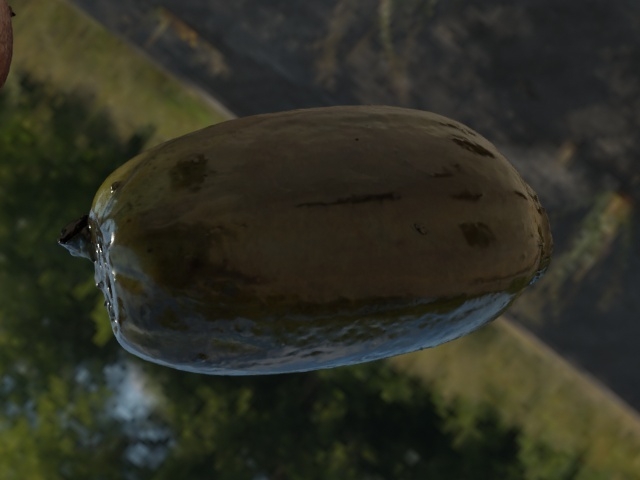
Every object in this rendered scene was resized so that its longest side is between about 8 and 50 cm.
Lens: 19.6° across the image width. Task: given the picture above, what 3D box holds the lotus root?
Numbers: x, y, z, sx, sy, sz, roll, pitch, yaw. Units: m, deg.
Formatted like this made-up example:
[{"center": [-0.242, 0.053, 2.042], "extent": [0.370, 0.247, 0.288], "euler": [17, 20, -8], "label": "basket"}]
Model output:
[{"center": [0.000, 0.000, 0.904], "extent": [0.123, 0.241, 0.124], "euler": [121, 136, -60], "label": "lotus root"}]

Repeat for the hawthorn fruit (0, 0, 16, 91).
[{"center": [-0.293, -0.134, 1.291], "extent": [0.169, 0.169, 0.188], "euler": [38, -167, -9], "label": "hawthorn fruit"}]
